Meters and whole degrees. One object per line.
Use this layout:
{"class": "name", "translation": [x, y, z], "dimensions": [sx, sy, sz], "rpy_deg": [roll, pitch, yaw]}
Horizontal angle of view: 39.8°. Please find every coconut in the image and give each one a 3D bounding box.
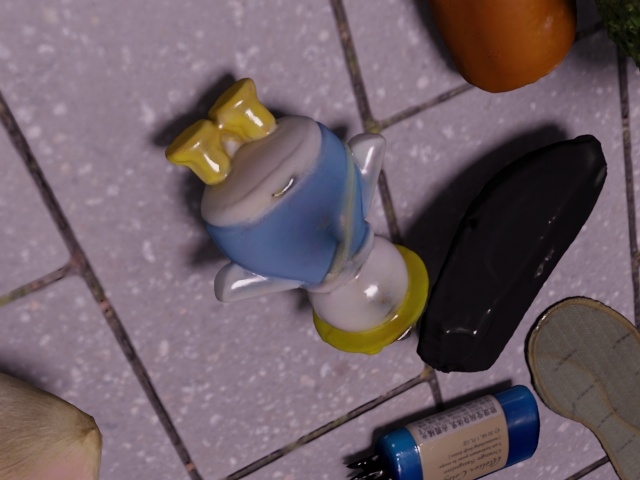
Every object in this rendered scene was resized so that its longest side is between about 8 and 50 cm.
{"class": "coconut", "translation": [-0.223, 0.156, 0.546], "dimensions": [0.183, 0.171, 0.170], "rpy_deg": [-34, 127, -2]}

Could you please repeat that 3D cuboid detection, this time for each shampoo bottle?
{"class": "shampoo bottle", "translation": [0.111, 0.193, 0.801], "dimensions": [0.183, 0.050, 0.087], "rpy_deg": [-16, 126, -18]}

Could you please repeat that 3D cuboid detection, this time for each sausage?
{"class": "sausage", "translation": [0.100, -0.196, 0.549], "dimensions": [0.098, 0.098, 0.238], "rpy_deg": [-35, 128, -5]}

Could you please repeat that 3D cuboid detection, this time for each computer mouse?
{"class": "computer mouse", "translation": [0.140, 0.005, 0.679], "dimensions": [0.217, 0.074, 0.122], "rpy_deg": [-55, 152, -11]}

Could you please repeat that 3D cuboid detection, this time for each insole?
{"class": "insole", "translation": [0.301, 0.165, 0.907], "dimensions": [0.119, 0.009, 0.348], "rpy_deg": [-41, 127, -1]}

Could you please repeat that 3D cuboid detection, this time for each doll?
{"class": "doll", "translation": [-0.001, 0.000, 0.606], "dimensions": [0.241, 0.099, 0.135], "rpy_deg": [50, 50, -38]}

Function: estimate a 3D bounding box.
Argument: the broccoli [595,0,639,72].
{"class": "broccoli", "translation": [0.286, -0.216, 0.486], "dimensions": [0.310, 0.321, 0.413], "rpy_deg": [6, 81, -21]}
